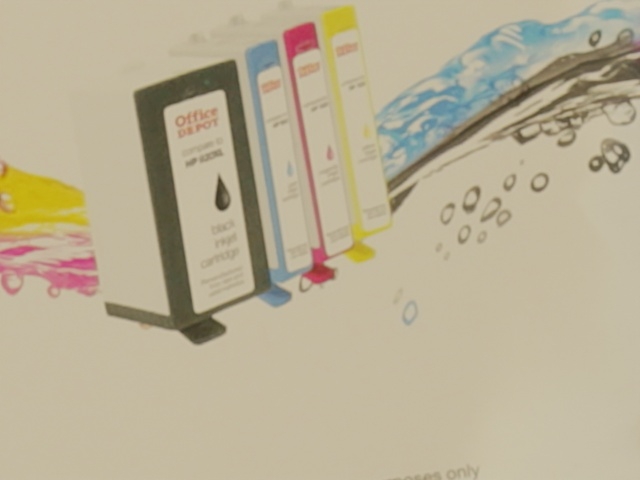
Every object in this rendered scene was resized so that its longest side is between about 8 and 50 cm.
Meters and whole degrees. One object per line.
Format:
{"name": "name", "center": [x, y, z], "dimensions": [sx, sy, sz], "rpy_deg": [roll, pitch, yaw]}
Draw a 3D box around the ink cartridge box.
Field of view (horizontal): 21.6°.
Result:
{"name": "ink cartridge box", "center": [0.000, 0.000, 0.413], "dimensions": [0.171, 0.168, 0.232], "rpy_deg": [25, 55, -82]}
